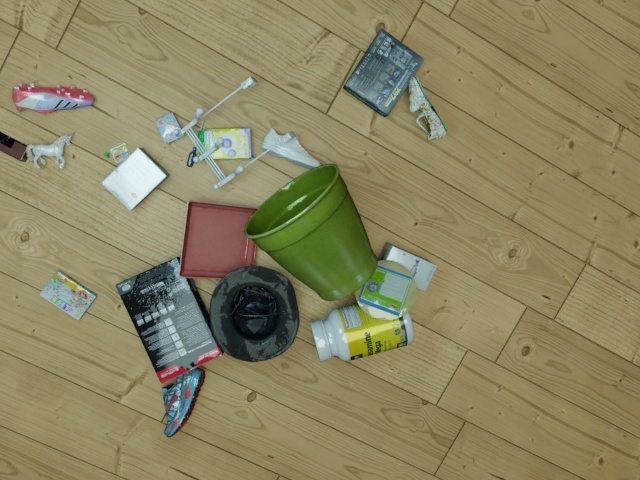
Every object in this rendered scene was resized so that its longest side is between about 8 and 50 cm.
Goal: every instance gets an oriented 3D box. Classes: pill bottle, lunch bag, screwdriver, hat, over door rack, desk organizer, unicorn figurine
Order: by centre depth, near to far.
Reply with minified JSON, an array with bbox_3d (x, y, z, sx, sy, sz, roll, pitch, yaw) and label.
[{"bbox_3d":[-0.281,-0.347,1.733,0.324,0.108,0.239,-34,98,2],"label":"over door rack"},{"bbox_3d":[-1.014,-0.310,1.746,0.130,0.047,0.050,29,91,-9],"label":"desk organizer"},{"bbox_3d":[-0.873,-0.290,1.750,0.162,0.060,0.111,-10,124,-28],"label":"unicorn figurine"},{"bbox_3d":[-0.503,-0.371,1.789,0.071,0.053,0.083,-28,90,-4],"label":"lunch bag"},{"bbox_3d":[-0.423,-0.331,1.819,0.025,0.024,0.169,12,95,-36],"label":"screwdriver"},{"bbox_3d":[-0.231,0.245,1.858,0.332,0.134,0.331,-1,93,-11],"label":"hat"},{"bbox_3d":[0.142,0.312,1.876,0.334,0.188,0.187,-15,99,-4],"label":"pill bottle"}]

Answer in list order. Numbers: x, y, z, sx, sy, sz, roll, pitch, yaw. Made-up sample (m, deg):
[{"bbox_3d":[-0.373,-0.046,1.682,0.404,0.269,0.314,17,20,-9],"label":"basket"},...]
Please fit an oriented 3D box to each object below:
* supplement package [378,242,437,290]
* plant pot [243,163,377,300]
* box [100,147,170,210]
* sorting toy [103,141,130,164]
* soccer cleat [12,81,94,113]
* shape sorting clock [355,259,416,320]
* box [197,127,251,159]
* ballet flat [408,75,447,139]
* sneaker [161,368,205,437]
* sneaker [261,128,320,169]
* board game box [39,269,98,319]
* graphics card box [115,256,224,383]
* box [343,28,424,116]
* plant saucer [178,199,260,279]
[{"bbox_3d":[0.302,0.092,1.907,0.179,0.105,0.105,23,94,-9],"label":"supplement package"},{"bbox_3d":[0.000,0.000,1.764,0.367,0.366,0.353,-36,111,-1],"label":"plant pot"},{"bbox_3d":[-0.610,-0.204,1.777,0.170,0.091,0.130,-43,103,1],"label":"box"},{"bbox_3d":[-0.683,-0.288,1.800,0.083,0.012,0.062,-23,99,-3],"label":"sorting toy"},{"bbox_3d":[-0.860,-0.451,1.737,0.248,0.083,0.095,3,126,-11],"label":"soccer cleat"},{"bbox_3d":[0.219,0.167,1.811,0.206,0.040,0.206,0,70,1],"label":"shape sorting clock"},{"bbox_3d":[-0.325,-0.326,1.816,0.179,0.043,0.105,-4,98,-7],"label":"box"},{"bbox_3d":[0.353,-0.443,1.839,0.077,0.091,0.241,-32,111,12],"label":"ballet flat"},{"bbox_3d":[-0.506,0.560,1.899,0.125,0.104,0.261,23,88,6],"label":"sneaker"},{"bbox_3d":[-0.089,-0.315,1.833,0.212,0.080,0.094,23,83,-7],"label":"sneaker"},{"bbox_3d":[-0.860,0.187,1.835,0.154,0.026,0.103,36,93,-9],"label":"board game box"},{"bbox_3d":[-0.507,0.265,1.826,0.233,0.094,0.370,-26,92,-2],"label":"graphics card box"},{"bbox_3d":[0.215,-0.570,1.836,0.183,0.059,0.232,32,92,-9],"label":"box"},{"bbox_3d":[-0.343,0.001,1.821,0.259,0.048,0.258,5,97,-30],"label":"plant saucer"}]
